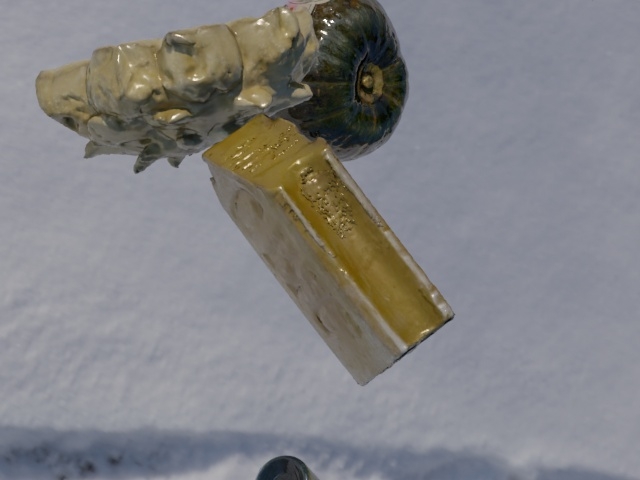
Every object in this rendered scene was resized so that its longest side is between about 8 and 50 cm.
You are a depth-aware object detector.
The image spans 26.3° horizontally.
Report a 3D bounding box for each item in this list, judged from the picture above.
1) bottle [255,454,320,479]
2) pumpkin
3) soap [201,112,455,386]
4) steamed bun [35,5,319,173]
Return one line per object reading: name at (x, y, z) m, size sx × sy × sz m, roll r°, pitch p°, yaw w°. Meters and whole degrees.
bottle at (-0.006, 0.392, 1.931) m, size 0.082 × 0.082 × 0.286 m, roll -56°, pitch 146°, yaw -17°
pumpkin at (0.007, -0.231, 1.966) m, size 0.260 × 0.189 × 0.260 m, roll -5°, pitch 96°, yaw -50°
soap at (0.000, 0.000, 1.232) m, size 0.080 × 0.160 × 0.257 m, roll -36°, pitch 84°, yaw -20°
steamed bun at (-0.140, -0.144, 1.424) m, size 0.295 × 0.292 × 0.137 m, roll -18°, pitch 95°, yaw -24°
